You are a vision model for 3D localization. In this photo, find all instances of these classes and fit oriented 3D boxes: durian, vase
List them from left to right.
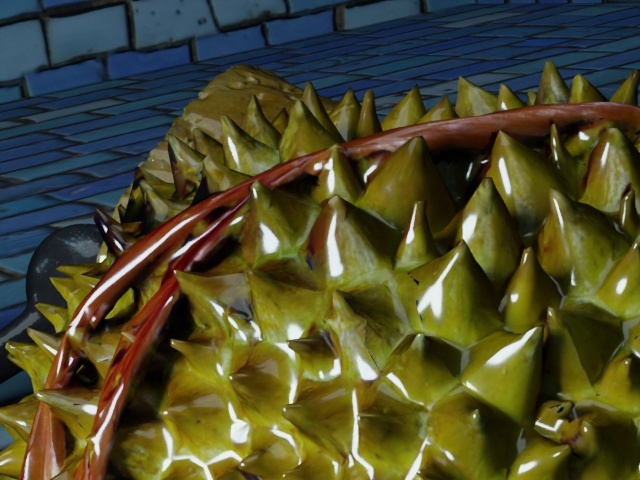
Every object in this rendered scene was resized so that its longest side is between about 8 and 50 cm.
[{"bbox_3d":[-0.210,0.065,1.340,0.183,0.120,0.120,-35,25,-31],"label":"vase"},{"bbox_3d":[0.054,0.095,0.606,0.347,0.348,0.384,-10,-19,-7],"label":"durian"}]

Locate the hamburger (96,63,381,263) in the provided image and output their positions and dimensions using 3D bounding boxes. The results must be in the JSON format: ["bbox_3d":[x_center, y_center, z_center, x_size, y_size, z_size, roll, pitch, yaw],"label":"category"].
[{"bbox_3d":[-0.011,-0.001,1.212,0.209,0.162,0.330,11,35,11],"label":"hamburger"}]
